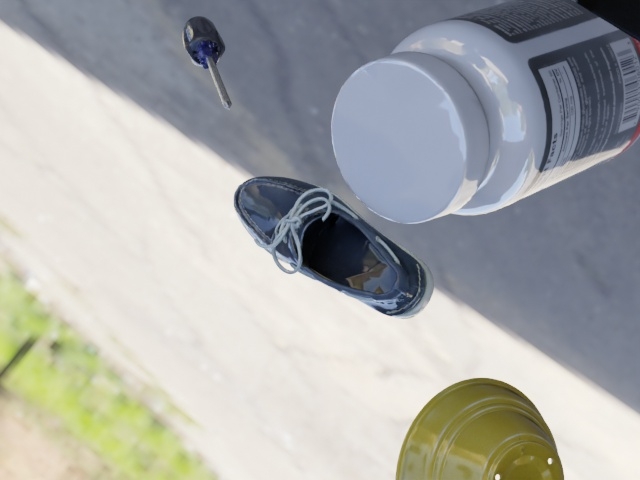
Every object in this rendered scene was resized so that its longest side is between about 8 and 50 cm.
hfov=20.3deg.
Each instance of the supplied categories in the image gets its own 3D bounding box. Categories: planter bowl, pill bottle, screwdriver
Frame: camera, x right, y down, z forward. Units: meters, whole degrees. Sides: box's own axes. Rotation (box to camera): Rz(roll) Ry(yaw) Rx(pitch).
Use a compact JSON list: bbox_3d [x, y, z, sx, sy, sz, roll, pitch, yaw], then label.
[{"bbox_3d":[0.193,0.258,1.906,0.217,0.217,0.090,44,160,-25],"label":"planter bowl"},{"bbox_3d":[0.189,-0.146,1.926,0.210,0.363,0.210,15,114,37],"label":"pill bottle"},{"bbox_3d":[-0.064,-0.096,1.001,0.024,0.025,0.170,61,-173,-22],"label":"screwdriver"}]

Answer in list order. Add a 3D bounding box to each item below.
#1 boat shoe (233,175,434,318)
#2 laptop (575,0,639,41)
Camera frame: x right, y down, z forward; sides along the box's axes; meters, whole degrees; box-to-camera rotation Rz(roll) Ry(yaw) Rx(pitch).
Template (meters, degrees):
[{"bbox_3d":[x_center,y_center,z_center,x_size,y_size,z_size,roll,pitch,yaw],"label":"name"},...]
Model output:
[{"bbox_3d":[0.000,0.000,1.829,0.254,0.095,0.079,37,-176,30],"label":"boat shoe"},{"bbox_3d":[0.361,-0.269,1.539,0.136,0.234,0.264,40,-159,8],"label":"laptop"}]
